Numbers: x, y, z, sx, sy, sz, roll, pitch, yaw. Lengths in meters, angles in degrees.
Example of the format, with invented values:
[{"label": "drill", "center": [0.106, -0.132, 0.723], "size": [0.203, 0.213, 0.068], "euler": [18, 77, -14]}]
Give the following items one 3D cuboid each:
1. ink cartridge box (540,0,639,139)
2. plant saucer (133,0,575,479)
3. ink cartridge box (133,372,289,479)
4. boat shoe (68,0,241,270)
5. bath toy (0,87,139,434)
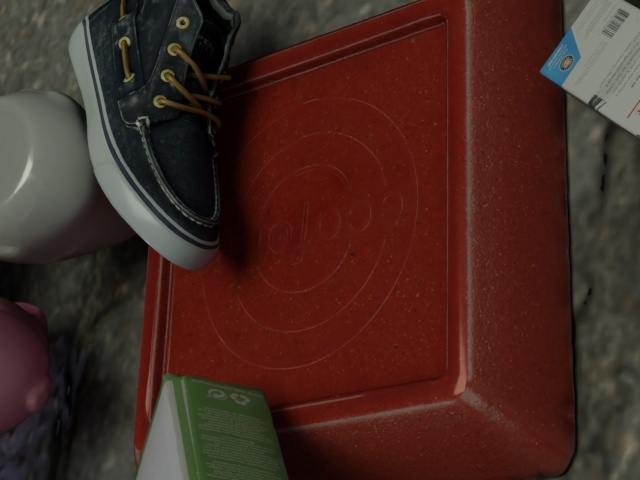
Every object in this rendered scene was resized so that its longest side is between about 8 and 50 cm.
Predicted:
[{"label": "ink cartridge box", "center": [0.145, -0.072, 0.655], "size": [0.048, 0.028, 0.083], "euler": [-55, 47, 9]}, {"label": "plant saucer", "center": [0.000, 0.000, 0.738], "size": [0.258, 0.048, 0.259], "euler": [-14, 64, 36]}, {"label": "ink cartridge box", "center": [-0.057, 0.182, 0.604], "size": [0.235, 0.056, 0.171], "euler": [-114, 39, -65]}, {"label": "boat shoe", "center": [-0.075, -0.074, 0.754], "size": [0.083, 0.065, 0.183], "euler": [-42, 49, 21]}, {"label": "bath toy", "center": [-0.193, 0.087, 0.813], "size": [0.151, 0.129, 0.348], "euler": [21, 88, 42]}]
